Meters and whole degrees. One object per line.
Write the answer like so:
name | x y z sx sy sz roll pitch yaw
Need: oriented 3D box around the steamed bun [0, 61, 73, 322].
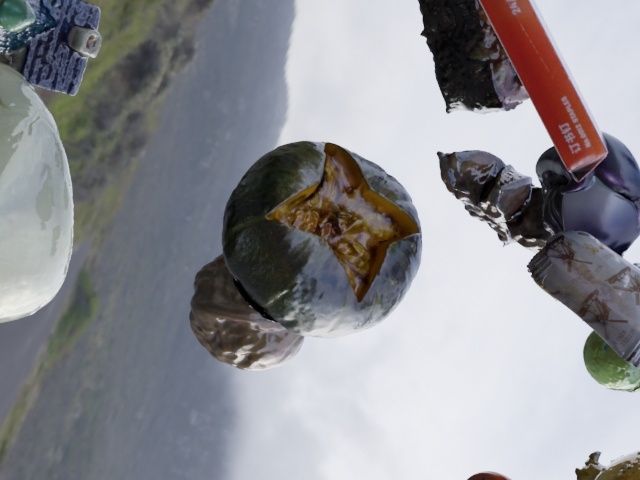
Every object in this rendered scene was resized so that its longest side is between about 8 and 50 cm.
steamed bun | -0.464 -0.053 1.391 0.312 0.233 0.333 36 -50 52

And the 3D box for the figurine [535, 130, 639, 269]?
figurine | 0.334 -0.022 1.281 0.145 0.222 0.145 -24 177 -1

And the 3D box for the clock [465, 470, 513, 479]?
clock | 0.256 0.436 1.552 0.205 0.051 0.205 26 -61 59

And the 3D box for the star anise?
star anise | 0.320 -0.056 1.817 0.108 0.315 0.315 -51 -170 -5

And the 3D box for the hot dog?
hot dog | 0.313 0.062 1.152 0.108 0.191 0.059 -31 151 -29

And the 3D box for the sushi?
sushi | 0.276 -0.394 1.855 0.196 0.182 0.343 -37 116 -60

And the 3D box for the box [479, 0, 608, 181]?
box | 0.244 -0.179 1.168 0.050 0.229 0.123 -27 -176 18

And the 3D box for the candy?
candy | 0.454 0.127 1.296 0.093 0.336 0.092 -48 -129 52

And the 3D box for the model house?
model house | -0.577 -0.404 2.058 0.298 0.284 0.243 2 103 -67

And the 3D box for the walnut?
walnut | -0.146 0.143 2.275 0.227 0.273 0.273 51 52 -54

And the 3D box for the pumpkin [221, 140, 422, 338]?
pumpkin | 0.000 0.001 1.235 0.159 0.238 0.238 -42 -153 59

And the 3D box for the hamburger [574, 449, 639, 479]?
hamburger | 0.531 0.439 1.659 0.287 0.446 0.268 -111 -144 -44
